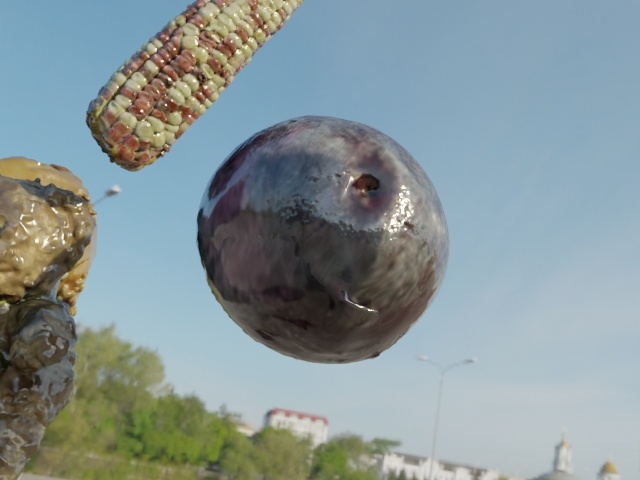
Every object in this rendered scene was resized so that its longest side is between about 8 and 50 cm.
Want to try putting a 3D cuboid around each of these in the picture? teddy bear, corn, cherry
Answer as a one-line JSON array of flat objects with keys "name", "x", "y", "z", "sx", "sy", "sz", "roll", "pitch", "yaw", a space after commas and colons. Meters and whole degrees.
[{"name": "teddy bear", "x": -0.308, "y": 0.090, "z": 0.699, "sx": 0.246, "sy": 0.296, "sz": 0.223, "roll": -2, "pitch": -62, "yaw": 32}, {"name": "corn", "x": -0.098, "y": -0.156, "z": 0.703, "sx": 0.079, "sy": 0.237, "sz": 0.079, "roll": 47, "pitch": -4, "yaw": 4}, {"name": "cherry", "x": 0.003, "y": -0.005, "z": 0.620, "sx": 0.195, "sy": 0.195, "sz": 0.195, "roll": 9, "pitch": -16, "yaw": 2}]

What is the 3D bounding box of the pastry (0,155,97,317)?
[{"name": "pastry", "x": -0.425, "y": 0.025, "z": 1.047, "sx": 0.310, "sy": 0.255, "sz": 0.162, "roll": -11, "pitch": 36, "yaw": -25}]
